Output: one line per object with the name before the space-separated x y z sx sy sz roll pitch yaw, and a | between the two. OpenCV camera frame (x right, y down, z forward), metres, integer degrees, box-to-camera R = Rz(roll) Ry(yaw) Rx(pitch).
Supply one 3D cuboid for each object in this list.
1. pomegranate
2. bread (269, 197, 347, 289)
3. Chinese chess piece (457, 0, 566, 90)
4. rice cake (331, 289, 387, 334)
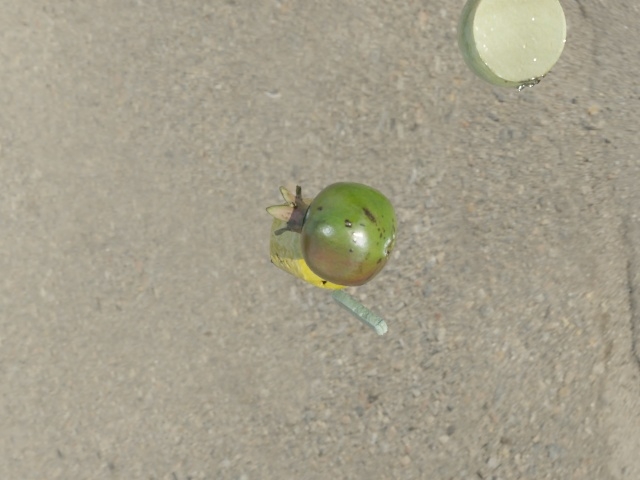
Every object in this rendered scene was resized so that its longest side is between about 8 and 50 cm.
pomegranate | 0.019 -0.021 1.462 0.224 0.181 0.181 17 105 23
bread | -0.001 0.003 1.778 0.171 0.197 0.197 15 104 45
Chinese chess piece | 0.395 -0.429 1.796 0.092 0.238 0.237 -160 67 -74
rice cake | 0.078 0.145 1.775 0.029 0.033 0.171 -42 40 -14
